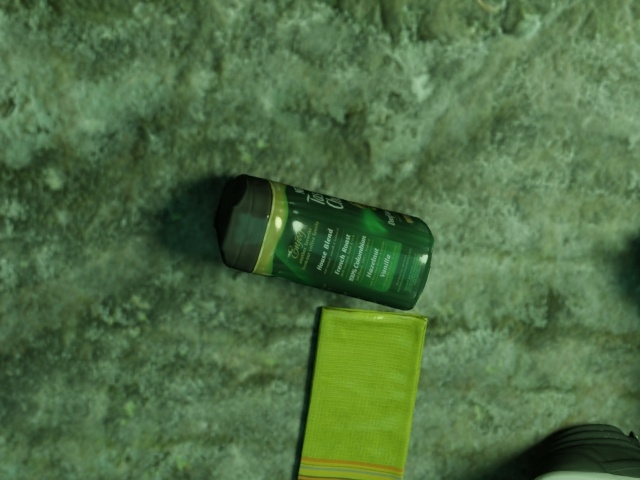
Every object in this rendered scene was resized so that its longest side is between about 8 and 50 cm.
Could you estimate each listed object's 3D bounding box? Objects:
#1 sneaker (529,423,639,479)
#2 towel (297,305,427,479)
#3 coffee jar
[{"bbox_3d":[0.329,0.236,1.483,0.295,0.147,0.105,10,108,3],"label":"sneaker"},{"bbox_3d":[0.035,0.178,1.502,0.102,0.021,0.237,5,107,-10],"label":"towel"},{"bbox_3d":[0.000,0.000,1.398,0.184,0.096,0.079,13,103,-12],"label":"coffee jar"}]
